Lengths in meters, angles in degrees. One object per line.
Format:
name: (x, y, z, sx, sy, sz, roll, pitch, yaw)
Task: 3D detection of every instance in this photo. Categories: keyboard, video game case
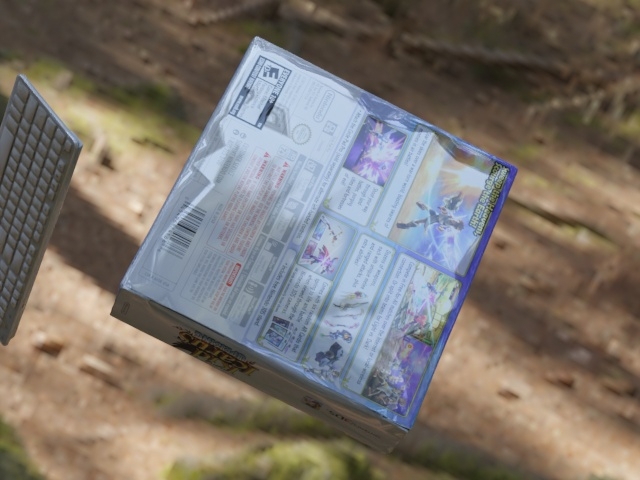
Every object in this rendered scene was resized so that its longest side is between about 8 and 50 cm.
keyboard: (-0.227, -0.017, 1.400, 0.072, 0.256, 0.014, 45, 50, 14)
video game case: (0.000, 0.000, 1.501, 0.244, 0.061, 0.269, 26, 58, -1)
